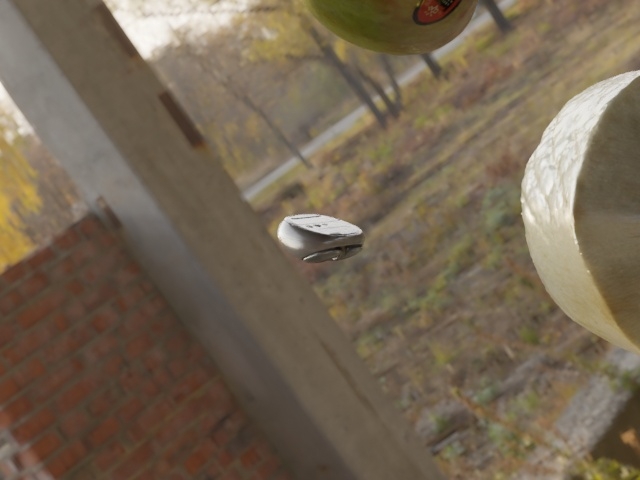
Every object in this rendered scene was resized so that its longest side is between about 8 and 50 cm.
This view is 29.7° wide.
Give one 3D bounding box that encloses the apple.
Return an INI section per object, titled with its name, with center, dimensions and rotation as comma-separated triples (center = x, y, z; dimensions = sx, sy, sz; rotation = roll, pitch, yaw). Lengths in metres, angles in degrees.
[apple]
center = 0.071, -0.310, 1.189
dimensions = 0.193, 0.261, 0.261
rotation = 7, 8, 0

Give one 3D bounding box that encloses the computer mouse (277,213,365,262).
[computer mouse]
center = 0.000, 0.002, 1.141
dimensions = 0.066, 0.039, 0.096
rotation = -7, 18, -36

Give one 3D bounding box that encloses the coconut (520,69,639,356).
[coconut]
center = 0.344, -0.019, 1.115
dimensions = 0.328, 0.329, 0.329
rotation = -34, 6, 4
